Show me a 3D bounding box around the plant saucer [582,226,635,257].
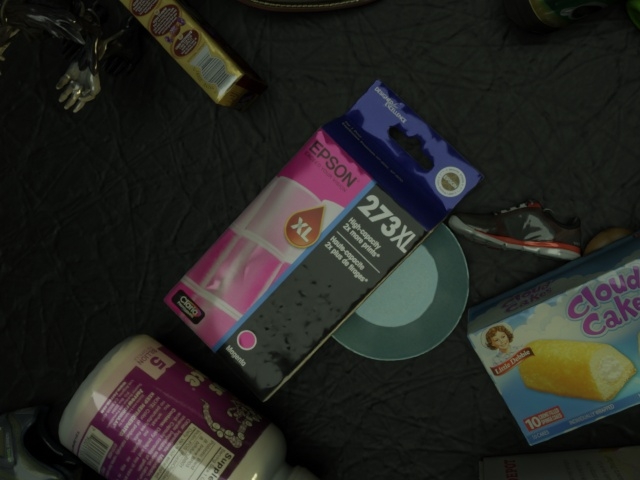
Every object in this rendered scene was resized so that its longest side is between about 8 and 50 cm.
[{"bbox_3d":[0.344,0.027,0.884,0.083,0.015,0.083,-2,101,-8],"label":"plant saucer"}]

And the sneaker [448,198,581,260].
[{"bbox_3d":[0.230,-0.020,0.901,0.158,0.061,0.064,13,86,-1],"label":"sneaker"}]

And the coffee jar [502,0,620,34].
[{"bbox_3d":[0.290,-0.287,0.816,0.184,0.096,0.079,-18,83,40],"label":"coffee jar"}]

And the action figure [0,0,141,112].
[{"bbox_3d":[-0.311,-0.228,0.873,0.164,0.276,0.140,28,102,7],"label":"action figure"}]

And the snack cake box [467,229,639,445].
[{"bbox_3d":[0.314,0.097,0.845,0.264,0.089,0.152,-29,99,19],"label":"snack cake box"}]

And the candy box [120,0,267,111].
[{"bbox_3d":[-0.155,-0.243,0.928,0.186,0.109,0.053,45,100,5],"label":"candy box"}]

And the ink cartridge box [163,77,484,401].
[{"bbox_3d":[0.000,0.000,0.902,0.176,0.069,0.371,44,98,6],"label":"ink cartridge box"}]

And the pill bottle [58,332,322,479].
[{"bbox_3d":[-0.149,0.260,0.928,0.302,0.169,0.169,34,99,6],"label":"pill bottle"}]

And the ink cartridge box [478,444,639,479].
[{"bbox_3d":[0.332,0.310,0.812,0.306,0.226,0.131,-10,90,12],"label":"ink cartridge box"}]

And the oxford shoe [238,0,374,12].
[{"bbox_3d":[-0.085,-0.347,0.838,0.397,0.146,0.140,6,91,-16],"label":"oxford shoe"}]

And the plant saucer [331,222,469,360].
[{"bbox_3d":[0.083,0.048,0.937,0.195,0.037,0.194,1,93,11],"label":"plant saucer"}]

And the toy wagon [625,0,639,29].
[{"bbox_3d":[0.520,-0.254,0.821,0.267,0.068,0.344,-41,86,11],"label":"toy wagon"}]

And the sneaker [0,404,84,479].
[{"bbox_3d":[-0.361,0.355,1.008,0.121,0.111,0.300,-29,90,7],"label":"sneaker"}]
